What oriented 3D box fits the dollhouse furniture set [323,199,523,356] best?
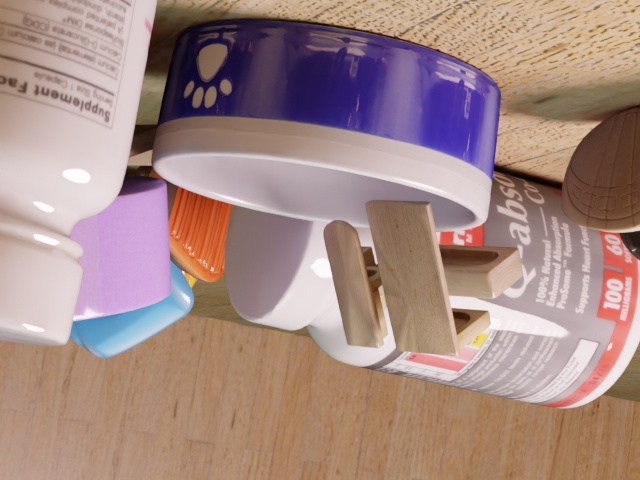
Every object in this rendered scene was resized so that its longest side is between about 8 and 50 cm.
[{"bbox_3d":[0.077,0.000,1.457,0.144,0.123,0.151,3,-155,38],"label":"dollhouse furniture set"}]

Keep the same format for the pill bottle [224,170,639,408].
[{"bbox_3d":[0.108,0.028,1.706,0.363,0.210,0.210,13,171,-28],"label":"pill bottle"}]

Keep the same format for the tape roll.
[{"bbox_3d":[-0.254,0.003,1.411,0.275,0.090,0.275,-1,-173,0],"label":"tape roll"}]

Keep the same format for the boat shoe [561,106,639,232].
[{"bbox_3d":[0.290,-0.050,1.358,0.092,0.102,0.285,19,162,-27],"label":"boat shoe"}]

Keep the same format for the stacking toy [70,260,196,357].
[{"bbox_3d":[-0.197,0.014,2.203,0.166,0.175,0.302,-29,180,23],"label":"stacking toy"}]

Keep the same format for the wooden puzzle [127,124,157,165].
[{"bbox_3d":[-0.319,-0.083,1.442,0.322,0.080,0.348,1,-172,24],"label":"wooden puzzle"}]

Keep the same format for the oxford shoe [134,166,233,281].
[{"bbox_3d":[-0.149,-0.027,1.940,0.133,0.130,0.364,14,173,15],"label":"oxford shoe"}]

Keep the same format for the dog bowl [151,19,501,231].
[{"bbox_3d":[0.006,-0.084,1.426,0.265,0.104,0.265,9,171,1],"label":"dog bowl"}]

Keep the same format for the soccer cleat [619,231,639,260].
[{"bbox_3d":[0.415,0.000,1.558,0.318,0.108,0.116,3,174,23],"label":"soccer cleat"}]

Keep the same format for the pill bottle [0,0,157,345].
[{"bbox_3d":[-0.162,-0.099,0.878,0.160,0.283,0.160,10,172,1],"label":"pill bottle"}]
